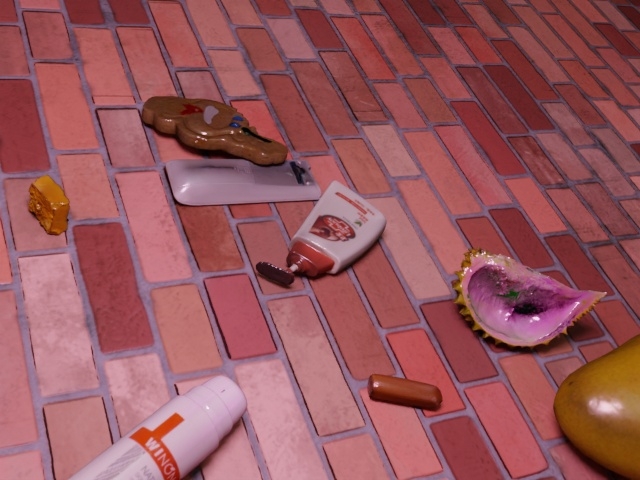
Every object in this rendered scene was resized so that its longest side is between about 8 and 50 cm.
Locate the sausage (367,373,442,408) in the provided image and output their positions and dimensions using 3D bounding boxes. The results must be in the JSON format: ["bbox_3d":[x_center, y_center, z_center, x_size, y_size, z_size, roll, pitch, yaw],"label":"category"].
[{"bbox_3d":[0.145,0.258,1.305,0.131,0.041,0.039,13,40,-10],"label":"sausage"}]

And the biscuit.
[{"bbox_3d":[-0.215,-0.236,1.596,0.320,0.047,0.183,29,38,18],"label":"biscuit"}]

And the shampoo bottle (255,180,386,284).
[{"bbox_3d":[0.000,0.000,1.469,0.153,0.071,0.284,37,46,13],"label":"shampoo bottle"}]

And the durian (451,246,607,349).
[{"bbox_3d":[0.366,0.121,1.467,0.260,0.154,0.186,34,68,3],"label":"durian"}]

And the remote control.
[{"bbox_3d":[-0.150,-0.130,1.543,0.313,0.055,0.109,-4,50,-25],"label":"remote control"}]

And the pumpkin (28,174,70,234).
[{"bbox_3d":[-0.470,-0.062,1.340,0.054,0.074,0.083,-22,59,-42],"label":"pumpkin"}]

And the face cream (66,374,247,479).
[{"bbox_3d":[-0.237,0.306,1.069,0.102,0.102,0.345,40,49,17],"label":"face cream"}]

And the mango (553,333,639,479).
[{"bbox_3d":[0.619,0.285,1.346,0.445,0.220,0.301,3,50,-15],"label":"mango"}]
